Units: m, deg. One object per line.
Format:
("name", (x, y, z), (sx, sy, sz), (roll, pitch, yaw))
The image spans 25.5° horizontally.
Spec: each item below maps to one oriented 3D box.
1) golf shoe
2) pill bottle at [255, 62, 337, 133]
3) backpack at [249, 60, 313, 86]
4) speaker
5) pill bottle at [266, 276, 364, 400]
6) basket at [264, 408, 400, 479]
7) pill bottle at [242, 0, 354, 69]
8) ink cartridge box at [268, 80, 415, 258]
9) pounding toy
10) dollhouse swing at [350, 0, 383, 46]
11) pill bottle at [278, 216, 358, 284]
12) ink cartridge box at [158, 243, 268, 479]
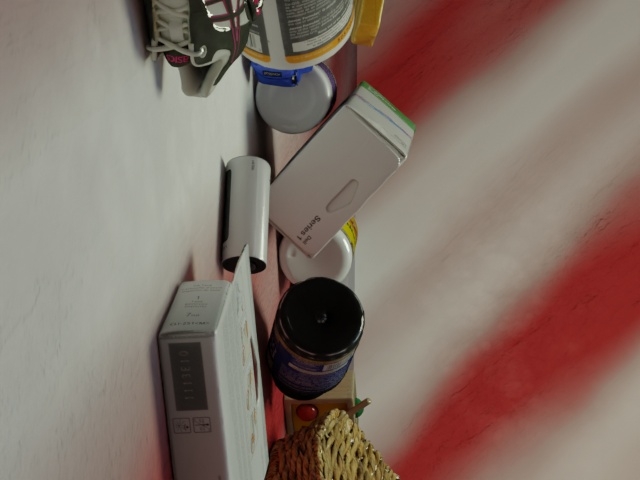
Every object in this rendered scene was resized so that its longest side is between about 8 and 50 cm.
("golf shoe", (-0.113, -0.218, 1.256), (0.273, 0.105, 0.120), (52, 52, -72))
("pill bottle", (-0.031, -0.216, 2.074), (0.193, 0.108, 0.108), (-61, 149, -79))
("backpack", (-0.054, -0.268, 1.910), (0.120, 0.098, 0.101), (75, 18, -72))
("speaker", (-0.088, -0.029, 1.688), (0.055, 0.055, 0.136), (77, 12, -65))
("pill bottle", (-0.012, 0.148, 1.999), (0.219, 0.123, 0.122), (107, -15, -63))
("basket", (-0.026, 0.406, 2.034), (0.213, 0.223, 0.299), (51, 19, -17))
("pill bottle", (-0.048, -0.342, 1.650), (0.278, 0.162, 0.162), (81, 9, -56))
("ink cartridge box", (0.027, -0.109, 2.054), (0.201, 0.117, 0.278), (-47, -176, 14))
("pounding toy", (0.016, 0.273, 2.256), (0.100, 0.141, 0.130), (-83, 170, -55))
("dollhouse swing", (-0.019, -0.475, 1.880), (0.347, 0.315, 0.305), (-98, -148, -66))
("pill bottle", (0.000, 0.000, 2.298), (0.215, 0.117, 0.117), (-74, 161, -74))
("ink cartridge box", (-0.104, 0.168, 1.442), (0.239, 0.060, 0.275), (-80, 167, -69))
